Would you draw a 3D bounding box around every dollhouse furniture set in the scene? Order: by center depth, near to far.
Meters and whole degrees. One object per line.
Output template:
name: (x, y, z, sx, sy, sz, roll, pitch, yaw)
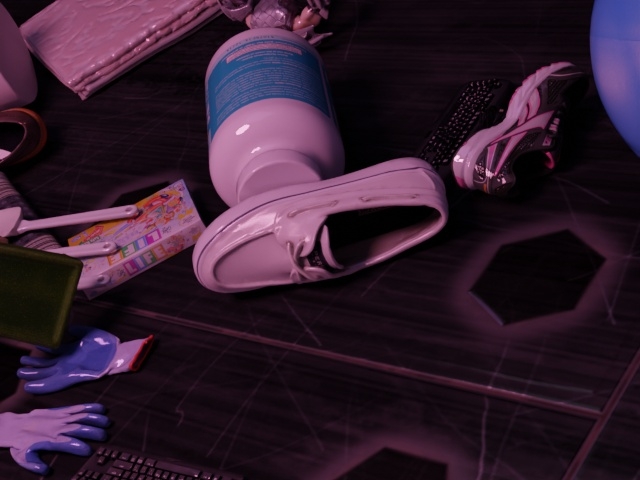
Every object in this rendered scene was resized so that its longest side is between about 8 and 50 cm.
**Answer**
dollhouse furniture set: (-0.402, 0.132, 1.368, 0.197, 0.151, 0.301, 16, 89, 46)

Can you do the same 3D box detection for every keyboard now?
keyboard: (-0.161, 0.232, 1.152, 0.180, 0.023, 0.108, 4, 45, 38)
keyboard: (0.150, -0.122, 1.394, 0.100, 0.038, 0.192, 4, 46, 37)

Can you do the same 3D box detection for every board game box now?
board game box: (-0.210, -0.003, 1.489, 0.154, 0.026, 0.103, -28, 35, -2)

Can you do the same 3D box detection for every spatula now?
spatula: (-0.332, 0.014, 1.492, 0.242, 0.019, 0.168, -9, 38, 20)

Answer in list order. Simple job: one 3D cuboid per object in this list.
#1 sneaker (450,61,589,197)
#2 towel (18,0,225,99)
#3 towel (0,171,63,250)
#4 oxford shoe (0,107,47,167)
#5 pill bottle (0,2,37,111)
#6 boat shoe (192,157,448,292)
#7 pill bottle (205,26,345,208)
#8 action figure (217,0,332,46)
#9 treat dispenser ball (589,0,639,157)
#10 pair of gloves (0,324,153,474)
sneaker: (0.218, -0.102, 1.309, 0.077, 0.072, 0.178, 32, 71, 37)
towel: (-0.283, -0.357, 1.983, 0.332, 0.053, 0.317, -34, 36, -9)
towel: (-0.474, 0.065, 1.572, 0.324, 0.056, 0.312, -34, 37, -13)
oxford shoe: (-0.503, -0.107, 1.736, 0.271, 0.097, 0.098, -27, 6, 1)
pill bottle: (-0.611, -0.214, 1.874, 0.363, 0.210, 0.210, -21, 35, 10)
boat shoe: (0.000, 0.000, 1.293, 0.267, 0.096, 0.088, -15, 30, 3)
pill bottle: (-0.052, -0.117, 1.426, 0.146, 0.146, 0.264, -22, 34, 8)
action figure: (-0.049, -0.348, 1.707, 0.185, 0.099, 0.285, 2, 74, 34)
treat dispenser ball: (0.372, -0.171, 1.085, 0.288, 0.288, 0.288, -18, 35, 13)
pair of gloves: (-0.262, 0.157, 1.320, 0.159, 0.023, 0.198, -6, 39, 29)
